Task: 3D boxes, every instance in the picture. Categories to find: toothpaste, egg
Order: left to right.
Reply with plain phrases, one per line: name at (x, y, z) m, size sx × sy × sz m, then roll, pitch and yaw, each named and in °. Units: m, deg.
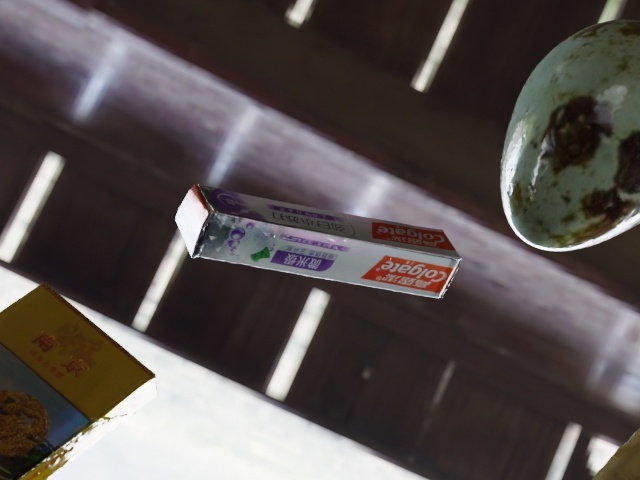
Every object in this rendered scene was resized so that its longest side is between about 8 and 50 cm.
toothpaste at (0.000, 0.000, 1.177) m, size 0.196 × 0.040 × 0.047 m, roll 11°, pitch -149°, yaw -29°
egg at (0.249, -0.091, 1.556) m, size 0.169 × 0.231 × 0.169 m, roll 38°, pitch 174°, yaw 5°

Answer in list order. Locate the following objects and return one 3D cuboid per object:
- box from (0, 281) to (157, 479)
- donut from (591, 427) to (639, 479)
box at (-0.162, 0.089, 0.834) m, size 0.087 × 0.155 × 0.023 m, roll 34°, pitch 146°, yaw 30°
donut at (0.183, 0.191, 0.681) m, size 0.160 × 0.330 × 0.330 m, roll 34°, pitch 174°, yaw 35°
